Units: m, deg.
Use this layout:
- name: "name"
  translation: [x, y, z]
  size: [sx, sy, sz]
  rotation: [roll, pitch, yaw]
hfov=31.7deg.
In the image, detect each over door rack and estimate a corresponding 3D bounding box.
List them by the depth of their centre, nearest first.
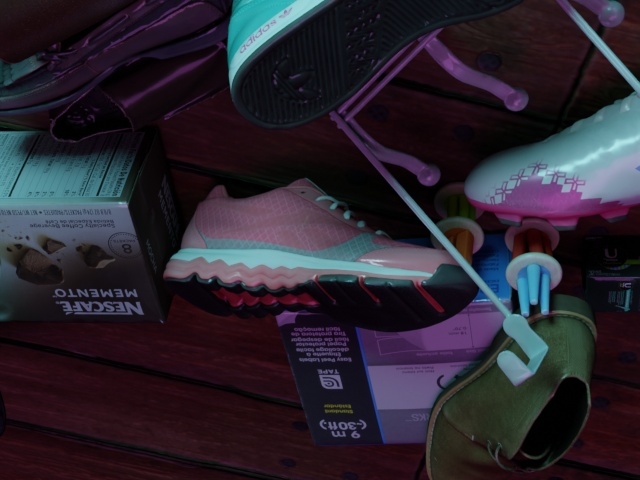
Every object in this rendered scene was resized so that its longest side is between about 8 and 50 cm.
- name: "over door rack"
  translation: [0.168, -0.079, 0.926]
  size: [0.239, 0.108, 0.324]
  rotation: [-42, 75, 33]

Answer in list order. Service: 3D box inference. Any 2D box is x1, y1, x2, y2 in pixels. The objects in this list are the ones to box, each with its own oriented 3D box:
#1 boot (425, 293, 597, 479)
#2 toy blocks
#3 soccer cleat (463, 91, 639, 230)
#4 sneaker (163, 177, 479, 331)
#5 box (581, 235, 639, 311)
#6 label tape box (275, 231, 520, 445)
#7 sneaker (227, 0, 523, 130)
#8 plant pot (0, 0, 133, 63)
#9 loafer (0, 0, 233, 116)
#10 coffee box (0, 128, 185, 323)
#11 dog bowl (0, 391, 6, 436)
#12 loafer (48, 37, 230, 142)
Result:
- name: "boot"
  translation: [0.181, 0.191, 1.118]
  size: [0.112, 0.115, 0.305]
  rotation: [14, 134, -10]
- name: "toy blocks"
  translation: [0.165, 0.011, 1.068]
  size: [0.123, 0.148, 0.054]
  rotation: [1, 133, 7]
- name: "soccer cleat"
  translation: [0.290, -0.093, 0.996]
  size: [0.331, 0.116, 0.143]
  rotation: [-2, 110, 14]
- name: "sneaker"
  translation: [-0.001, 0.000, 1.068]
  size: [0.313, 0.136, 0.116]
  rotation: [4, 156, 23]
- name: "box"
  translation: [0.306, 0.034, 1.127]
  size: [0.083, 0.062, 0.052]
  rotation: [-1, 132, 9]
- name: "label tape box"
  translation: [0.105, 0.150, 1.239]
  size: [0.240, 0.106, 0.334]
  rotation: [-4, 132, 12]
- name: "sneaker"
  translation: [0.049, -0.221, 0.856]
  size: [0.295, 0.178, 0.124]
  rotation: [-29, 134, 12]
- name: "plant pot"
  translation: [-0.160, -0.270, 0.835]
  size: [0.230, 0.215, 0.215]
  rotation: [-18, 130, 5]
- name: "loafer"
  translation: [-0.198, -0.188, 0.965]
  size: [0.267, 0.096, 0.084]
  rotation: [-17, 148, 12]
- name: "coffee box"
  translation: [-0.300, -0.013, 1.136]
  size: [0.297, 0.119, 0.168]
  rotation: [0, 133, 9]
- name: "dog bowl"
  translation: [-0.507, 0.092, 1.117]
  size: [0.408, 0.150, 0.408]
  rotation: [30, 145, 24]
- name: "loafer"
  translation: [-0.158, -0.135, 1.027]
  size: [0.220, 0.078, 0.080]
  rotation: [-20, 127, 25]
